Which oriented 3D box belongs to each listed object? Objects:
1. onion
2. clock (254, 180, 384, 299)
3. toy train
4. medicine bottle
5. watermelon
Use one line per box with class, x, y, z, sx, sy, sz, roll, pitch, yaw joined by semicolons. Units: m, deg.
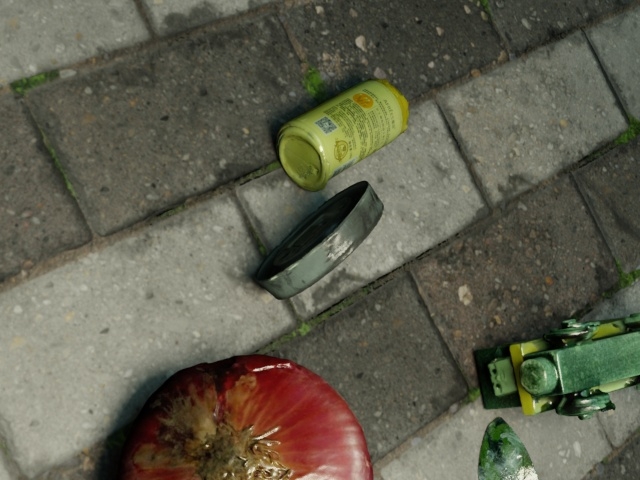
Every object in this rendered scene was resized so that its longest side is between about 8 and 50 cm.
onion;-0.100;0.333;1.409;0.347;0.285;0.348;-4;60;6
clock;0.000;0.000;1.586;0.049;0.226;0.226;47;54;-12
toy train;0.451;0.208;1.807;0.397;0.253;0.160;-7;85;-36
medicine bottle;0.043;-0.184;1.746;0.239;0.124;0.124;-35;95;-38
watermelon;0.313;0.378;1.789;0.101;0.080;0.155;-11;82;-1
